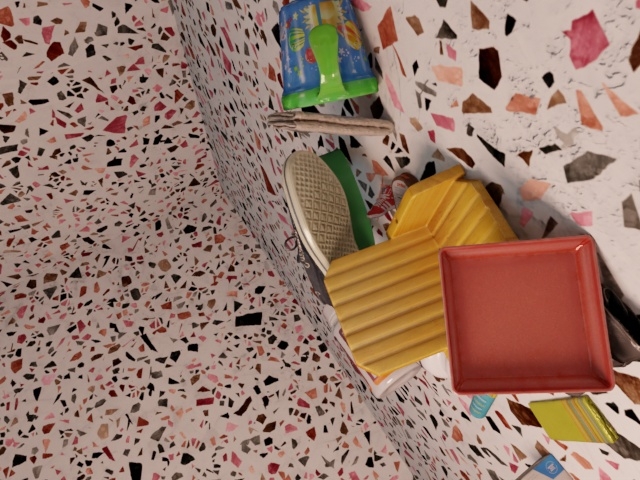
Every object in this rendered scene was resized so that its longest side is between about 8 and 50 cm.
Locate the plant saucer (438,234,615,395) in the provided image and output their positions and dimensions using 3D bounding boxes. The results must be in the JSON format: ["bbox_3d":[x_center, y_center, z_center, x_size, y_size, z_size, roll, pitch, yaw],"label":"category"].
[{"bbox_3d":[0.349,0.131,0.809,0.048,0.258,0.259,29,-123,-77],"label":"plant saucer"}]

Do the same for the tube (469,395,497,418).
[{"bbox_3d":[0.485,0.455,1.364,0.080,0.052,0.207,35,145,34],"label":"tube"}]

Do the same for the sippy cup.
[{"bbox_3d":[0.005,-0.436,1.073,0.305,0.240,0.224,13,119,53],"label":"sippy cup"}]

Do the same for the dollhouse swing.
[{"bbox_3d":[0.201,0.077,0.985,0.315,0.305,0.347,105,149,-57],"label":"dollhouse swing"}]

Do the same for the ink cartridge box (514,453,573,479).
[{"bbox_3d":[0.622,0.697,1.188,0.231,0.134,0.078,51,160,27],"label":"ink cartridge box"}]

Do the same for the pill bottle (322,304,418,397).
[{"bbox_3d":[0.190,0.379,1.777,0.392,0.224,0.224,53,161,27],"label":"pill bottle"}]

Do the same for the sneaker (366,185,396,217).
[{"bbox_3d":[0.168,-0.108,1.263,0.042,0.118,0.067,19,130,51],"label":"sneaker"}]

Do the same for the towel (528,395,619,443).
[{"bbox_3d":[0.579,0.417,1.077,0.102,0.021,0.237,62,165,17],"label":"towel"}]

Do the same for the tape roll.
[{"bbox_3d":[0.077,-0.115,1.413,0.321,0.077,0.321,-19,-90,-90],"label":"tape roll"}]

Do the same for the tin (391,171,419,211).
[{"bbox_3d":[0.240,-0.089,1.228,0.106,0.040,0.190,30,145,52],"label":"tin"}]

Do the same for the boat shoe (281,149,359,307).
[{"bbox_3d":[0.000,0.000,1.222,0.156,0.187,0.500,5,131,40],"label":"boat shoe"}]

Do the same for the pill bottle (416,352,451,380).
[{"bbox_3d":[0.308,0.236,1.239,0.363,0.210,0.210,32,146,59],"label":"pill bottle"}]

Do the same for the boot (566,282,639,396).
[{"bbox_3d":[0.476,0.152,0.873,0.263,0.091,0.229,56,154,32],"label":"boot"}]

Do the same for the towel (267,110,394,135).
[{"bbox_3d":[0.023,-0.287,1.154,0.187,0.282,0.049,-151,62,-61],"label":"towel"}]
